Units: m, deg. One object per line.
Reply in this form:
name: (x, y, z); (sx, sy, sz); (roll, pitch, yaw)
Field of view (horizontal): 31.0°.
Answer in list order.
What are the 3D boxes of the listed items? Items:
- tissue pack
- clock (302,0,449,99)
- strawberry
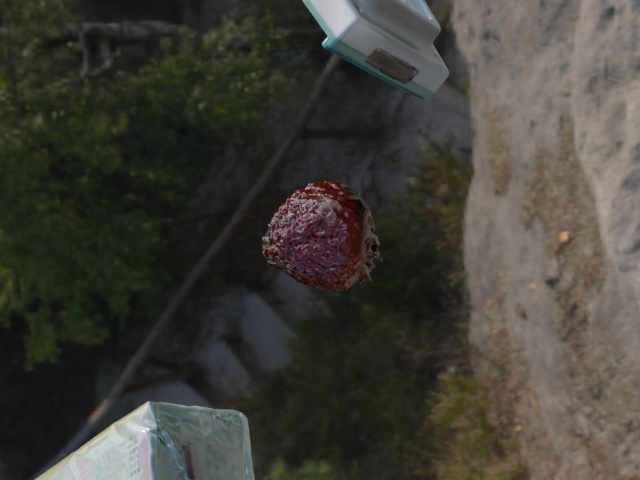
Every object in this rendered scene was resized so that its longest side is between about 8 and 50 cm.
tissue pack: (-0.267, 0.450, 1.602); (0.405, 0.205, 0.332); (-35, 54, 36)
clock: (0.061, -0.334, 1.584); (0.116, 0.262, 0.231); (-43, 60, 21)
strawberry: (0.000, -0.001, 0.991); (0.106, 0.106, 0.106); (11, 104, 50)
